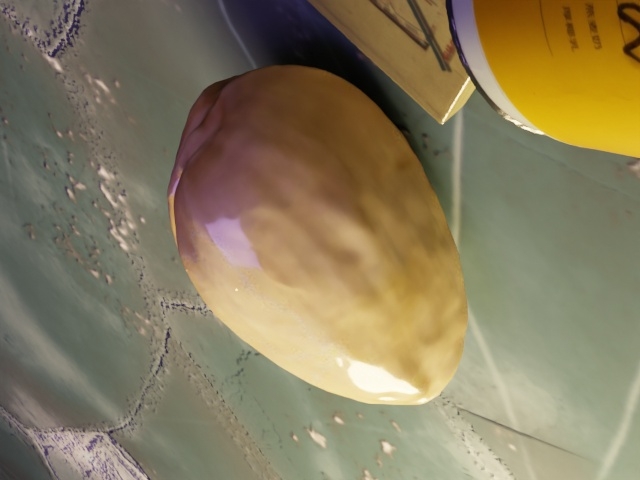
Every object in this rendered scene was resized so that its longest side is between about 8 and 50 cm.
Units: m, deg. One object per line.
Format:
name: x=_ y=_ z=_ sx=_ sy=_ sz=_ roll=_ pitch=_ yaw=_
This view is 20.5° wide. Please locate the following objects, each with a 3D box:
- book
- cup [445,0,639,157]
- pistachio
book: x=0.011 y=-0.181 z=0.936 sx=0.231 sy=0.026 sz=0.161 roll=43 pitch=151 yaw=8
cup: x=0.176 y=-0.100 z=0.663 sx=0.196 sy=0.196 sz=0.279 roll=58 pitch=157 yaw=-19
pistachio: x=0.000 y=0.000 z=1.071 sx=0.157 sy=0.157 sz=0.229 roll=-3 pitch=130 yaw=55
